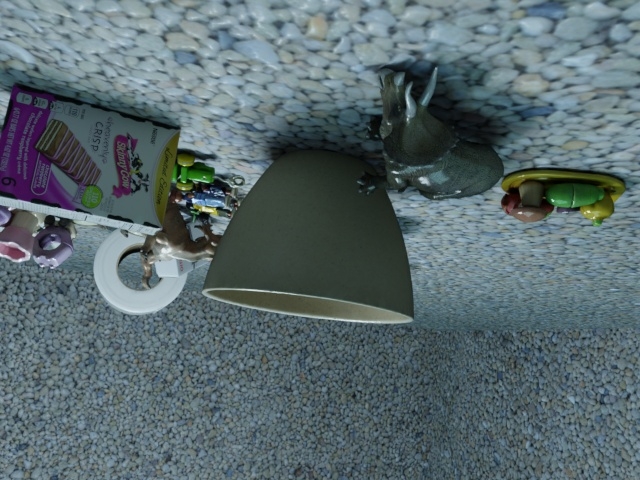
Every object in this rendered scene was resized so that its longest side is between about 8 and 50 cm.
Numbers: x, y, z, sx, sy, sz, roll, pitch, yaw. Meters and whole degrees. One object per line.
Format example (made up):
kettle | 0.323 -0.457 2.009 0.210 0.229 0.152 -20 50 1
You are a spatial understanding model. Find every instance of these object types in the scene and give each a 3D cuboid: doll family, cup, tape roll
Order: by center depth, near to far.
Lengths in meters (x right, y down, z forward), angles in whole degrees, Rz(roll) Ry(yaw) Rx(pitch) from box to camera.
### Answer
cup | -0.004 -0.006 0.971 0.331 0.237 0.331 8 168 2
doll family | -0.222 -0.078 1.180 0.111 0.076 0.193 11 163 2
tape roll | -0.500 0.083 1.682 0.246 0.246 0.169 11 167 -17

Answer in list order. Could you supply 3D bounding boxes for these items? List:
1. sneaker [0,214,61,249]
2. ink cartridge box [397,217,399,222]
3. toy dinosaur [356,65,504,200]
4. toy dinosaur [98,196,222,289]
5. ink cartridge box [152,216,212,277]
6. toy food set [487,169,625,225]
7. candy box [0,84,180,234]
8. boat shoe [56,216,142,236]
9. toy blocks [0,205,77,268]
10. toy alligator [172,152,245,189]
sneaker | -0.800 -0.041 1.533 0.330 0.146 0.122 11 169 -8
ink cartridge box | 0.130 0.017 1.322 0.060 0.104 0.180 6 169 2
toy dinosaur | 0.151 -0.093 0.755 0.313 0.121 0.160 22 175 -37
toy dinosaur | -0.318 -0.038 1.242 0.296 0.200 0.127 55 147 -10
ink cartridge box | -0.320 0.014 1.425 0.063 0.109 0.150 2 -163 26
toy food set | 0.346 -0.055 0.923 0.218 0.071 0.128 6 168 8
candy box | -0.335 -0.110 0.875 0.233 0.159 0.071 12 168 -24
boat shoe | -0.455 -0.085 1.294 0.257 0.095 0.095 12 133 -17
toy blocks | -0.650 -0.008 1.101 0.288 0.260 0.309 7 147 -1
toy alligator | -0.221 -0.120 1.029 0.189 0.056 0.051 8 -150 -6
